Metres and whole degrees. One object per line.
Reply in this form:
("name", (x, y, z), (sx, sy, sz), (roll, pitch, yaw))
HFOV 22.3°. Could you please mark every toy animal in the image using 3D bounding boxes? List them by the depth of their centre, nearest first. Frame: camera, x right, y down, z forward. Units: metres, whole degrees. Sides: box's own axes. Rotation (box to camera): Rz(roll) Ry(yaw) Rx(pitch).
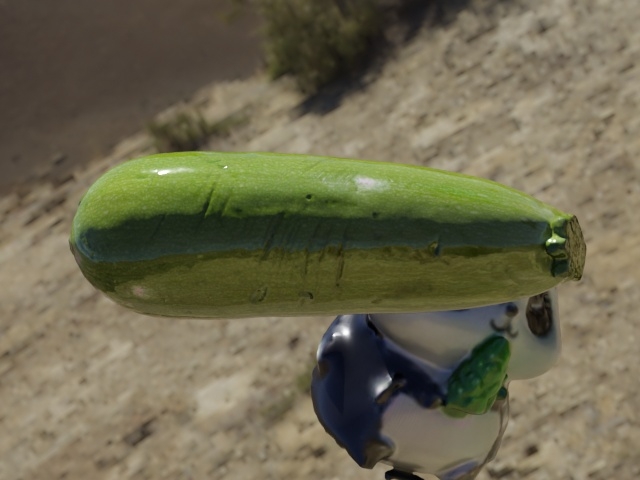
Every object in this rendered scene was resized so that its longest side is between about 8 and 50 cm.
("toy animal", (0.119, 0.096, 1.561), (0.267, 0.212, 0.212), (-61, 9, 25))

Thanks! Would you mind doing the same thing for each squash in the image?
("squash", (0.000, 0.000, 0.622), (0.201, 0.066, 0.066), (3, 30, 10))
